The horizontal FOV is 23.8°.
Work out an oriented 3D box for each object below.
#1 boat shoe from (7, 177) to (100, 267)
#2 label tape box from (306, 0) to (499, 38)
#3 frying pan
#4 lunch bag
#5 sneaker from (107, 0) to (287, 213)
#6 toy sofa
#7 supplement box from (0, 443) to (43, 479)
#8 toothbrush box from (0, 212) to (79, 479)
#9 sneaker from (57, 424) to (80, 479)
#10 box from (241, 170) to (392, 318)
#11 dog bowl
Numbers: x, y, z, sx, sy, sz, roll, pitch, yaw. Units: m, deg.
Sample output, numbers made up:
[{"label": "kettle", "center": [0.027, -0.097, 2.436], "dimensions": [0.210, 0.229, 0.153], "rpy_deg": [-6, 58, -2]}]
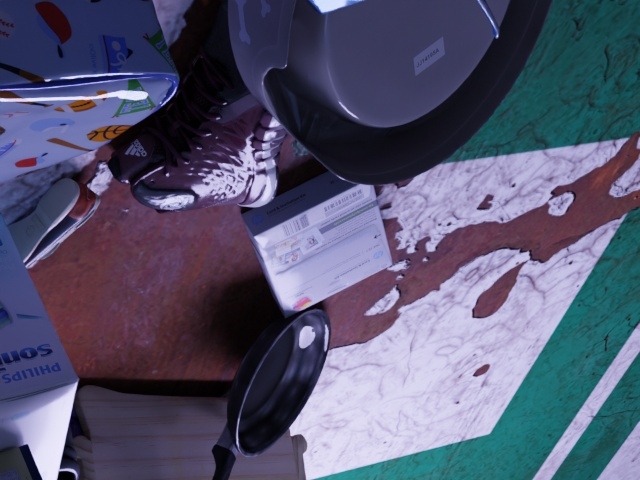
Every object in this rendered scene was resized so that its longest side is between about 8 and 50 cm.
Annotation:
[{"label": "boat shoe", "center": [-0.272, -0.005, 1.472], "dimensions": [0.137, 0.049, 0.043], "rpy_deg": [-44, 148, 10]}, {"label": "label tape box", "center": [-0.043, -0.276, 1.008], "dimensions": [0.115, 0.347, 0.249], "rpy_deg": [-37, 147, 9]}, {"label": "frying pan", "center": [-0.080, 0.224, 1.822], "dimensions": [0.326, 0.053, 0.197], "rpy_deg": [-63, 158, 2]}, {"label": "lunch bag", "center": [-0.267, -0.117, 1.151], "dimensions": [0.243, 0.115, 0.303], "rpy_deg": [-8, 169, -42]}, {"label": "sneaker", "center": [-0.119, -0.108, 1.406], "dimensions": [0.162, 0.106, 0.281], "rpy_deg": [-17, 146, -16]}, {"label": "toy sofa", "center": [-0.193, 0.283, 1.861], "dimensions": [0.362, 0.177, 0.150], "rpy_deg": [5, 157, -44]}, {"label": "supplement box", "center": [-0.265, 0.219, 1.218], "dimensions": [0.083, 0.056, 0.083], "rpy_deg": [-16, 145, -22]}, {"label": "toothbrush box", "center": [-0.329, 0.085, 1.313], "dimensions": [0.126, 0.295, 0.216], "rpy_deg": [-11, 142, -27]}, {"label": "sneaker", "center": [-0.392, 0.270, 1.651], "dimensions": [0.296, 0.147, 0.104], "rpy_deg": [-32, 149, 3]}, {"label": "box", "center": [0.000, 0.000, 1.707], "dimensions": [0.145, 0.038, 0.186], "rpy_deg": [-27, 146, -5]}, {"label": "dog bowl", "center": [0.065, -0.224, 1.299], "dimensions": [0.349, 0.102, 0.349], "rpy_deg": [-29, 135, -34]}]
